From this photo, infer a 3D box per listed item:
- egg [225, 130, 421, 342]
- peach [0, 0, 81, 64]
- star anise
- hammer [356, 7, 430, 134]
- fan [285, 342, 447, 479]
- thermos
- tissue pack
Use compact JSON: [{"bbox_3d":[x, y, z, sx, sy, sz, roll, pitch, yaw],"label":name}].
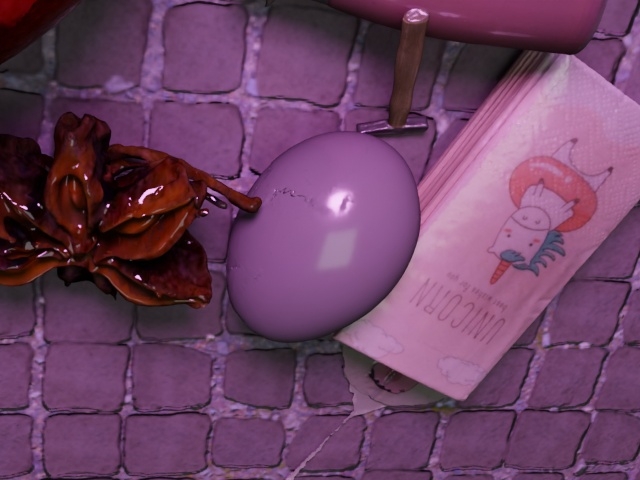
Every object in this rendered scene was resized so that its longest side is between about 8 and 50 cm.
[{"bbox_3d":[0.000,0.000,0.862,0.146,0.146,0.198,30,105,-26],"label":"egg"},{"bbox_3d":[-0.257,-0.270,0.591,0.339,0.353,0.416,34,149,-20],"label":"peach"},{"bbox_3d":[-0.184,-0.018,0.827,0.220,0.125,0.190,22,124,-20],"label":"star anise"},{"bbox_3d":[0.062,-0.127,0.808,0.062,0.013,0.199,-6,162,-2],"label":"hammer"},{"bbox_3d":[0.059,0.148,1.042,0.182,0.010,0.310,31,108,-27],"label":"fan"},{"bbox_3d":[0.071,-0.230,0.749,0.265,0.146,0.176,5,141,-6],"label":"thermos"},{"bbox_3d":[0.162,-0.009,0.935,0.170,0.071,0.325,29,108,-28],"label":"tissue pack"}]
